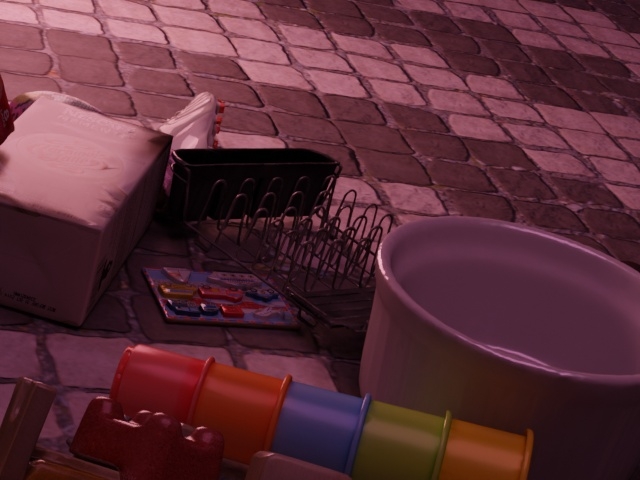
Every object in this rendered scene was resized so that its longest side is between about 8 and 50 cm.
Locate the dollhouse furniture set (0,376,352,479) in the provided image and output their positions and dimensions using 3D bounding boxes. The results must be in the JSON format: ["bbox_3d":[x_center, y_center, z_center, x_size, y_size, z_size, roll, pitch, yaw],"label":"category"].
[{"bbox_3d":[0.000,0.201,0.916,0.374,0.152,0.201,19,-9,-15],"label":"dollhouse furniture set"}]

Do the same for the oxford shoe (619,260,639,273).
[{"bbox_3d":[0.315,0.071,1.618,0.096,0.098,0.271,14,24,-3],"label":"oxford shoe"}]

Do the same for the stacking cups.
[{"bbox_3d":[-0.003,0.148,1.270,0.316,0.096,0.096,15,24,1],"label":"stacking cups"}]

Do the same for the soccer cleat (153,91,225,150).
[{"bbox_3d":[-0.144,-0.110,1.783,0.076,0.068,0.196,10,27,-4],"label":"soccer cleat"}]

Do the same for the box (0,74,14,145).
[{"bbox_3d":[-0.407,-0.108,1.432,0.256,0.123,0.128,-8,21,12],"label":"box"}]

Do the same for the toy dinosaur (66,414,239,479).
[{"bbox_3d":[-0.068,0.202,1.079,0.313,0.121,0.160,19,37,18],"label":"toy dinosaur"}]

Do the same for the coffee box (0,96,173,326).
[{"bbox_3d":[-0.235,-0.032,1.511,0.141,0.098,0.246,17,24,2],"label":"coffee box"}]

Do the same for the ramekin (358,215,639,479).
[{"bbox_3d":[0.165,0.100,1.421,0.277,0.135,0.277,12,23,-5],"label":"ramekin"}]

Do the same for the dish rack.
[{"bbox_3d":[0.000,0.000,1.603,0.208,0.074,0.271,-5,31,-44],"label":"dish rack"}]

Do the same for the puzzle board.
[{"bbox_3d":[-0.090,0.050,1.530,0.128,0.011,0.096,5,26,-24],"label":"puzzle board"}]

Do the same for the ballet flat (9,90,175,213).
[{"bbox_3d":[-0.226,-0.087,1.670,0.221,0.077,0.079,25,22,12],"label":"ballet flat"}]
